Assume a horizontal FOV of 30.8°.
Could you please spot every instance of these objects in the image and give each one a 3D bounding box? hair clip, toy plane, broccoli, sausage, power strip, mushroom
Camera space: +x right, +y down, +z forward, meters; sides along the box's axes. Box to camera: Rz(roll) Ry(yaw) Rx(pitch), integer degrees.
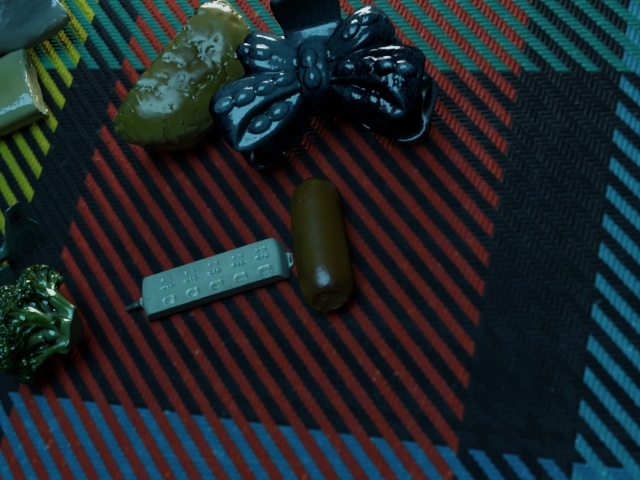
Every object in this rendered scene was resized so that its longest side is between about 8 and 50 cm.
[{"bbox_3d":[0.003,-0.224,1.619,0.310,0.194,0.206,-9,74,13],"label":"hair clip"},{"bbox_3d":[-0.563,0.088,1.667,0.381,0.155,0.106,-34,56,-20],"label":"toy plane"},{"bbox_3d":[-0.398,0.113,1.596,0.137,0.146,0.162,3,71,13],"label":"broccoli"},{"bbox_3d":[0.000,0.000,1.554,0.076,0.076,0.198,-16,59,11],"label":"sausage"},{"bbox_3d":[-0.159,0.057,1.607,0.252,0.027,0.060,-18,60,10],"label":"power strip"},{"bbox_3d":[-0.570,-0.345,1.901,0.328,0.122,0.159,-26,40,6],"label":"mushroom"}]

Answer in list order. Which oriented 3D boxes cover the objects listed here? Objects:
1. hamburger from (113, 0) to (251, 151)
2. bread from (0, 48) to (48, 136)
[{"bbox_3d":[-0.184,-0.228,1.705,0.131,0.124,0.262,35,80,30],"label":"hamburger"},{"bbox_3d":[-0.533,-0.219,1.860,0.178,0.060,0.140,-22,59,8],"label":"bread"}]
